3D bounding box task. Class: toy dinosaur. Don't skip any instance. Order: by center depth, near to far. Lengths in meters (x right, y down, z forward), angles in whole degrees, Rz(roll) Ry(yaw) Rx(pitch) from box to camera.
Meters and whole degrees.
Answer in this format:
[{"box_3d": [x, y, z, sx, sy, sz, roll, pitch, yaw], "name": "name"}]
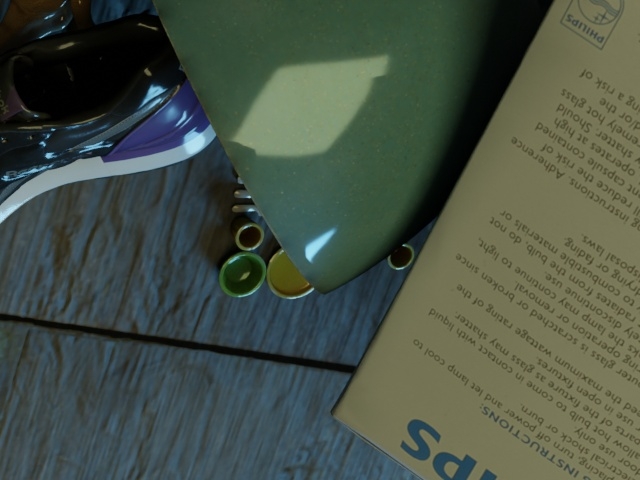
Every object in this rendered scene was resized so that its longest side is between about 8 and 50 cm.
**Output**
[{"box_3d": [-0.179, -0.154, 1.218, 0.112, 0.064, 0.211, 37, 93, -9], "name": "toy dinosaur"}]

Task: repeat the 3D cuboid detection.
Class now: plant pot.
[{"box_3d": [0.027, -0.139, 1.144, 0.195, 0.290, 0.290, -26, 124, 7], "name": "plant pot"}]

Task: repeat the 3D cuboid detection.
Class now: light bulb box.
[{"box_3d": [0.238, -0.024, 1.165, 0.358, 0.225, 0.361, -36, 157, -52], "name": "light bulb box"}]

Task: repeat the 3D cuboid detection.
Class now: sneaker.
[{"box_3d": [-0.206, -0.075, 1.159, 0.283, 0.107, 0.124, -23, 163, 3], "name": "sneaker"}]

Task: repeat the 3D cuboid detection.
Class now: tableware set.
[{"box_3d": [0.000, 0.000, 1.386, 0.154, 0.024, 0.104, 0, 114, -25], "name": "tableware set"}]
